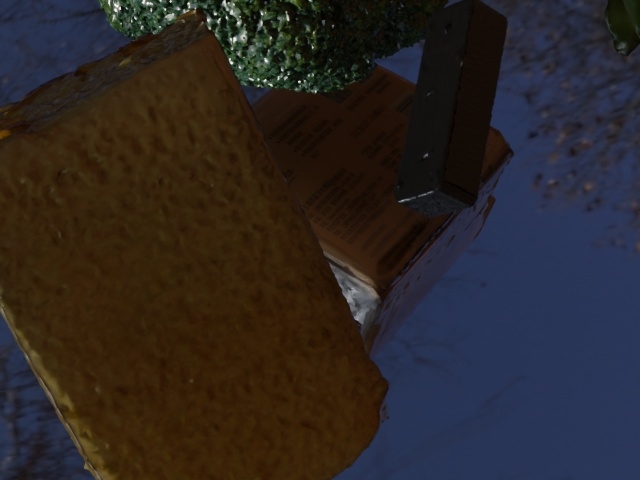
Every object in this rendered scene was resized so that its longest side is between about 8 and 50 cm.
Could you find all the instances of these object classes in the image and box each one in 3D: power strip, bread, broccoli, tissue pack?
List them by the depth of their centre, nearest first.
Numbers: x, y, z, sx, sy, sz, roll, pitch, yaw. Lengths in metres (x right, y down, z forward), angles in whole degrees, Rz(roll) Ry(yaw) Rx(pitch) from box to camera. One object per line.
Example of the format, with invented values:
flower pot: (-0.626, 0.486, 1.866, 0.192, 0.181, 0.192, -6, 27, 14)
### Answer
power strip: (0.067, -0.067, 0.779, 0.029, 0.038, 0.111, 24, -112, -32)
bread: (-0.085, 0.030, 0.898, 0.184, 0.114, 0.275, -29, -71, -9)
broccoli: (-0.035, -0.216, 1.117, 0.261, 0.269, 0.242, 2, -128, 7)
tissue pack: (0.000, 0.000, 1.377, 0.238, 0.238, 0.305, 57, -144, -9)

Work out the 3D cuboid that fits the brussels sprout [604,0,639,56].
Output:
brussels sprout: (0.305, -0.217, 1.268, 0.139, 0.181, 0.100, 45, -110, 4)
